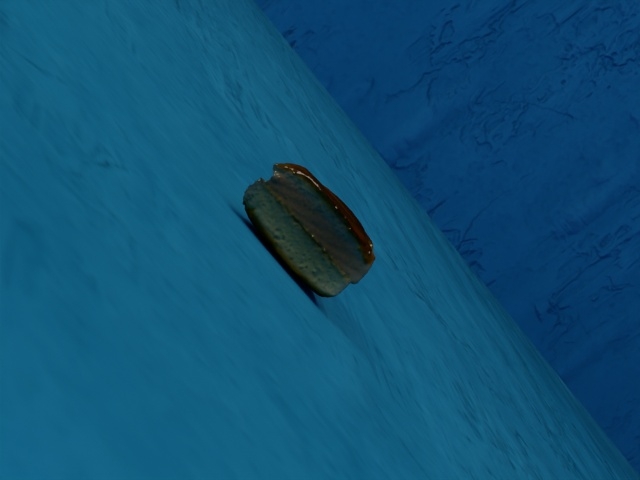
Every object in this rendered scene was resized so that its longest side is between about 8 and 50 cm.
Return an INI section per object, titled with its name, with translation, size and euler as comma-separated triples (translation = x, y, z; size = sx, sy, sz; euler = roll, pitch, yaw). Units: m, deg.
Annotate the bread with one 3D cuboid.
[bread]
translation = 0.000, 0.000, 0.850
size = 0.062, 0.043, 0.109
euler = 53, 5, 24
